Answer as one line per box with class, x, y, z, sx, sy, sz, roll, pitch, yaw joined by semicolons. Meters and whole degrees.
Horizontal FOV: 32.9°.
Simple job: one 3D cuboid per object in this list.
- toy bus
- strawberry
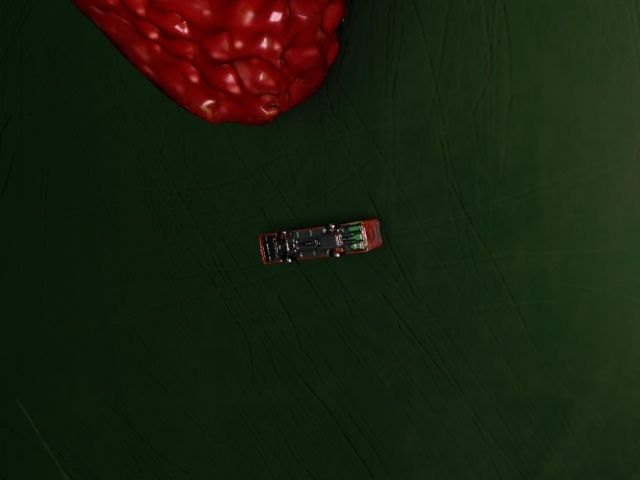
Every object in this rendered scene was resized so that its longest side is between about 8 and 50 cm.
toy bus;0.000;0.000;0.974;0.110;0.043;0.031;-7;96;31
strawberry;-0.086;-0.268;0.894;0.317;0.295;0.345;-8;125;17
